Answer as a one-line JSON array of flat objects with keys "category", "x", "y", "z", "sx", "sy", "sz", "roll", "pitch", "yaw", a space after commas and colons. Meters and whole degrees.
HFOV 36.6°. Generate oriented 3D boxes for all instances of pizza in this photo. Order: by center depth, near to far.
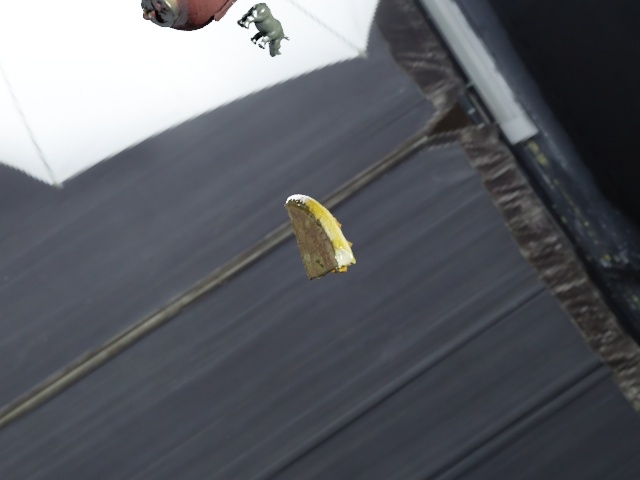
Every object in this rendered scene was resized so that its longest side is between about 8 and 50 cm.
[{"category": "pizza", "x": 0.000, "y": -0.001, "z": 1.492, "sx": 0.175, "sy": 0.046, "sz": 0.134, "roll": 56, "pitch": -28, "yaw": 34}]

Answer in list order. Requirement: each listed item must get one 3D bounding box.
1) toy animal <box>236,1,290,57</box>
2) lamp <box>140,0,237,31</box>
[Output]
[{"category": "toy animal", "x": -0.099, "y": -0.386, "z": 1.795, "sx": 0.047, "sy": 0.065, "sz": 0.135, "roll": 39, "pitch": -6, "yaw": 38}, {"category": "lamp", "x": -0.220, "y": -0.468, "z": 1.697, "sx": 0.180, "sy": 0.258, "sz": 0.180, "roll": 20, "pitch": -33, "yaw": 14}]
